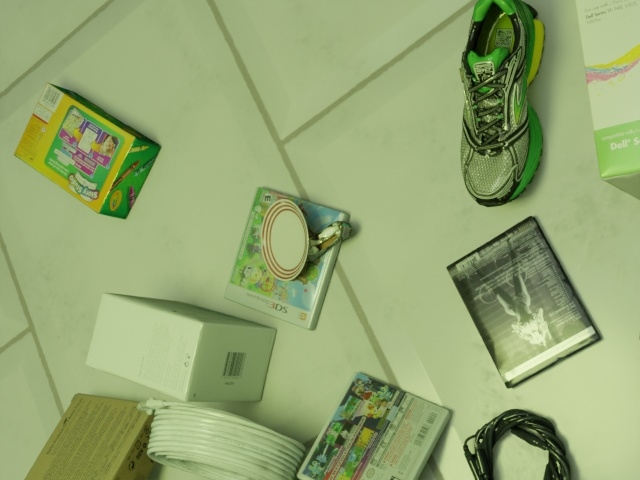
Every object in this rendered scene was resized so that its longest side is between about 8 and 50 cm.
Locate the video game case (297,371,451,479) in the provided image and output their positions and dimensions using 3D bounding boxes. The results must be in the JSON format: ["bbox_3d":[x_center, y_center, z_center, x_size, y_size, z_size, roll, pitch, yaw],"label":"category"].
[{"bbox_3d":[0.085,0.328,1.753,0.183,0.023,0.201,19,69,31],"label":"video game case"}]

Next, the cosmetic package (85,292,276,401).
[{"bbox_3d":[-0.238,0.184,1.888,0.225,0.224,0.138,12,89,30],"label":"cosmetic package"}]

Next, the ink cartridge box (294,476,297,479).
[{"bbox_3d":[-0.115,0.518,1.819,0.235,0.056,0.171,-53,26,15],"label":"ink cartridge box"}]

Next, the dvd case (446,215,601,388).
[{"bbox_3d":[0.312,0.096,1.703,0.164,0.018,0.221,-33,67,21],"label":"dvd case"}]

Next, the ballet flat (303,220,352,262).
[{"bbox_3d":[0.000,0.000,1.857,0.114,0.041,0.041,-33,68,23],"label":"ballet flat"}]

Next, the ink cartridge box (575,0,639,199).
[{"bbox_3d":[0.460,-0.251,1.558,0.119,0.207,0.353,-12,77,30],"label":"ink cartridge box"}]

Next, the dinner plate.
[{"bbox_3d":[-0.058,-0.001,1.883,0.141,0.017,0.141,2,93,54],"label":"dinner plate"}]

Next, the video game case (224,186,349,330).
[{"bbox_3d":[-0.063,0.029,1.927,0.193,0.023,0.212,18,92,31],"label":"video game case"}]

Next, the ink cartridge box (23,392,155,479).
[{"bbox_3d":[-0.407,0.401,1.970,0.193,0.088,0.234,2,49,31],"label":"ink cartridge box"}]

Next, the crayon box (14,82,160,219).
[{"bbox_3d":[-0.464,-0.178,2.156,0.278,0.081,0.165,32,99,30],"label":"crayon box"}]

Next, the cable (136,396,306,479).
[{"bbox_3d":[-0.156,0.343,1.795,0.257,0.257,0.089,-3,63,42],"label":"cable"}]

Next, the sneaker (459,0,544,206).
[{"bbox_3d":[0.263,-0.222,1.705,0.134,0.146,0.343,-1,83,30],"label":"sneaker"}]

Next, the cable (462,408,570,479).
[{"bbox_3d":[0.307,0.352,1.658,0.150,0.047,0.184,-31,66,18],"label":"cable"}]
